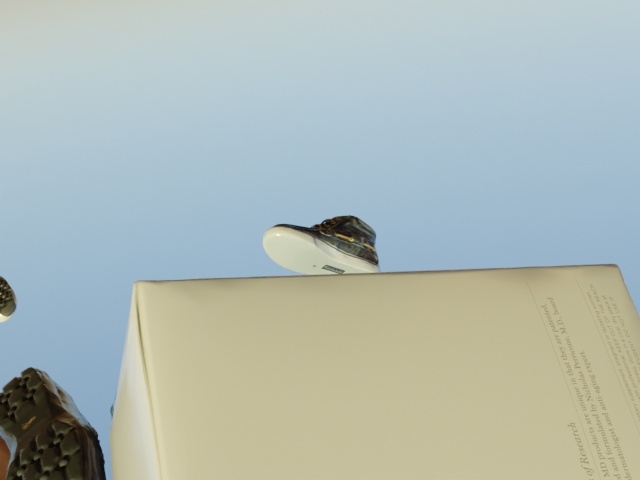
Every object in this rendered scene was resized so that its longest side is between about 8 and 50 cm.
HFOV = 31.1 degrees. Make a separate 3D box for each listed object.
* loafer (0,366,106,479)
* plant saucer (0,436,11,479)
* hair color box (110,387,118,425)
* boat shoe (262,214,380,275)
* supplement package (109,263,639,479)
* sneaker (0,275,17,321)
[{"bbox_3d":[-0.189,0.166,0.845,0.076,0.078,0.223,-41,-152,-5],"label":"loafer"},{"bbox_3d":[-0.426,0.278,1.463,0.037,0.200,0.200,-48,-173,17],"label":"plant saucer"},{"bbox_3d":[-0.061,0.256,0.892,0.174,0.105,0.347,3,-129,-20],"label":"hair color box"},{"bbox_3d":[0.000,0.000,1.510,0.183,0.083,0.065,23,139,-33],"label":"boat shoe"},{"bbox_3d":[0.037,0.133,0.660,0.293,0.177,0.175,-1,-127,-17],"label":"supplement package"},{"bbox_3d":[-0.424,0.082,1.452,0.161,0.075,0.057,11,-128,39],"label":"sneaker"}]
